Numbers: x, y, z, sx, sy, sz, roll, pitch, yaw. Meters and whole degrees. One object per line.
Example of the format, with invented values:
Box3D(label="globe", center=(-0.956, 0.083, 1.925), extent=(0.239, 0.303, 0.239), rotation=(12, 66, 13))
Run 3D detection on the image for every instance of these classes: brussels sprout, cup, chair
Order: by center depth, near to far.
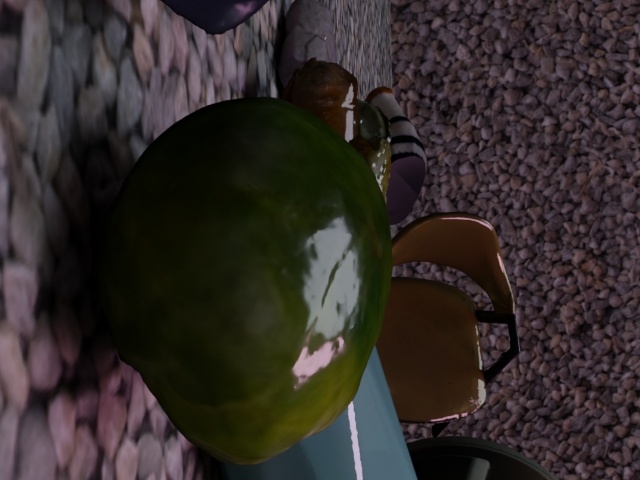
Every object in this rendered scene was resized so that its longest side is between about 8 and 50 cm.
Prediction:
Box3D(label="brussels sprout", center=(-0.033, 0.016, 0.485), extent=(0.180, 0.143, 0.161), rotation=(174, -105, -75))
Box3D(label="cup", center=(-0.009, 0.119, 0.678), extent=(0.134, 0.148, 0.236), rotation=(-85, 166, -58))
Box3D(label="chair", center=(0.085, 0.091, 0.978), extent=(0.247, 0.158, 0.172), rotation=(138, -46, -65))

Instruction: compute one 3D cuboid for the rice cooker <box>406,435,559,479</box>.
Box3D(label="rice cooker", center=(0.136, 0.370, 1.011), extent=(0.325, 0.335, 0.335), rotation=(-35, 124, -77))

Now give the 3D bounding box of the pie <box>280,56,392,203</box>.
Box3D(label="pie", center=(-0.001, 0.006, 0.879), extent=(0.257, 0.105, 0.274), rotation=(97, -4, -70))

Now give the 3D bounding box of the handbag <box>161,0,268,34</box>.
Box3D(label="handbag", center=(0.004, -0.203, 0.336), extent=(0.118, 0.269, 0.325), rotation=(45, 7, 1))

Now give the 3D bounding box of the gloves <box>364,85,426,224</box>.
Box3D(label="gloves", center=(0.063, -0.115, 1.370), extent=(0.219, 0.131, 0.140), rotation=(-132, -151, -52))

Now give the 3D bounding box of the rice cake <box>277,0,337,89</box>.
Box3D(label="rice cake", center=(0.000, -0.109, 1.075), extent=(0.298, 0.050, 0.106), rotation=(81, 12, -50))
